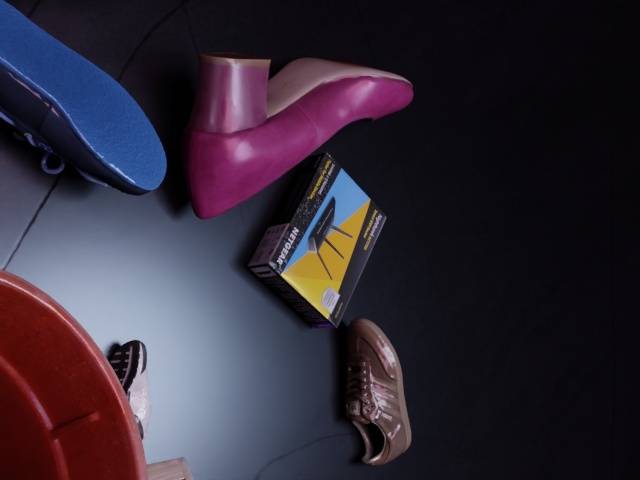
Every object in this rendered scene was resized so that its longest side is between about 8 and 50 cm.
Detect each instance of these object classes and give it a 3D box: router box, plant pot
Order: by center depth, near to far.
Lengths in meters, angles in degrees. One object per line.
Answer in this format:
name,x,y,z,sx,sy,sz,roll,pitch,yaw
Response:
plant pot,-0.310,0.188,0.655,0.272,0.265,0.272,46,29,-36
router box,0.000,0.000,1.168,0.133,0.046,0.179,45,56,-30

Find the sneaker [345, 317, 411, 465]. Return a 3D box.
sneaker,0.064,0.194,1.185,0.071,0.066,0.189,-25,100,-42

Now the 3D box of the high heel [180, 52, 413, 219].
high heel,-0.021,-0.130,1.151,0.377,0.127,0.181,-6,110,-45

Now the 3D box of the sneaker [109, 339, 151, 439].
sneaker,-0.195,0.158,0.969,0.043,0.040,0.109,22,71,-57

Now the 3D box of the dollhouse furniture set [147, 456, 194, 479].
dollhouse furniture set,-0.181,0.275,0.861,0.183,0.129,0.129,-2,53,-43

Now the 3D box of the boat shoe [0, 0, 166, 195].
boat shoe,-0.263,-0.138,0.917,0.258,0.089,0.109,46,42,-22
